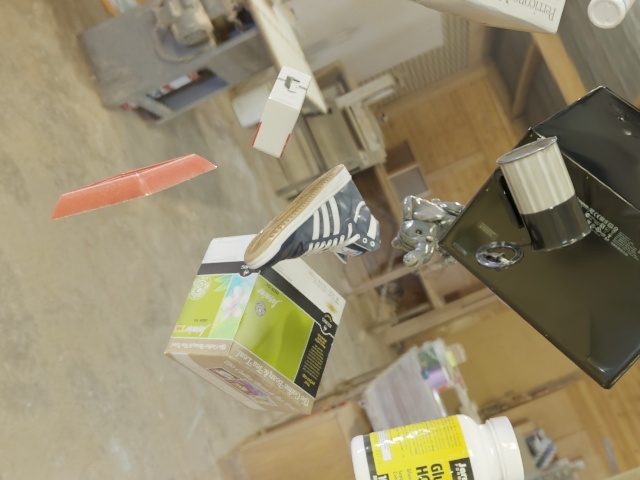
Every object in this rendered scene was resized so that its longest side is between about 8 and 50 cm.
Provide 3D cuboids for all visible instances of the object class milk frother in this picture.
[{"bbox_3d":[0.264,-0.045,1.042,0.143,0.129,0.135,-31,100,-37],"label":"milk frother"}]

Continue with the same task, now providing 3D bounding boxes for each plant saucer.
[{"bbox_3d":[-0.384,-0.116,1.599,0.258,0.259,0.048,-36,111,-61],"label":"plant saucer"}]

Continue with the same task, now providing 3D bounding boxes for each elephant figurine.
[{"bbox_3d":[0.233,-0.021,1.752,0.186,0.239,0.169,-11,-98,58],"label":"elephant figurine"}]

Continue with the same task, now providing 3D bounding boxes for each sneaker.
[{"bbox_3d":[0.000,0.000,1.314,0.153,0.099,0.282,55,48,-12],"label":"sneaker"}]

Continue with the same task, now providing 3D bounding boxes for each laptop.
[{"bbox_3d":[0.504,-0.027,1.386,0.382,0.408,0.236,43,16,21],"label":"laptop"}]

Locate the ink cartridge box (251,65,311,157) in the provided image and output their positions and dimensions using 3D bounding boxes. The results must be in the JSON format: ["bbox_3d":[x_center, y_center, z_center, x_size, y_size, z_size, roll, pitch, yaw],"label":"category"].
[{"bbox_3d":[-0.065,-0.218,1.315,0.056,0.099,0.135,21,35,-6],"label":"ink cartridge box"}]

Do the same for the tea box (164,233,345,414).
[{"bbox_3d":[-0.147,0.208,1.901,0.329,0.220,0.323,45,52,-40],"label":"tea box"}]

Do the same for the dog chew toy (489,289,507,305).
[{"bbox_3d":[0.402,0.035,1.558,0.332,0.206,0.206,-157,-138,-83],"label":"dog chew toy"}]

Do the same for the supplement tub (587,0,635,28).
[{"bbox_3d":[0.568,-0.464,1.514,0.107,0.071,0.071,-48,122,-36],"label":"supplement tub"}]

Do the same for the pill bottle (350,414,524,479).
[{"bbox_3d":[0.242,0.472,1.635,0.188,0.334,0.188,-13,90,-88],"label":"pill bottle"}]

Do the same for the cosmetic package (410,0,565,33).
[{"bbox_3d":[0.275,-0.550,1.114,0.230,0.453,0.161,2,16,-40],"label":"cosmetic package"}]
